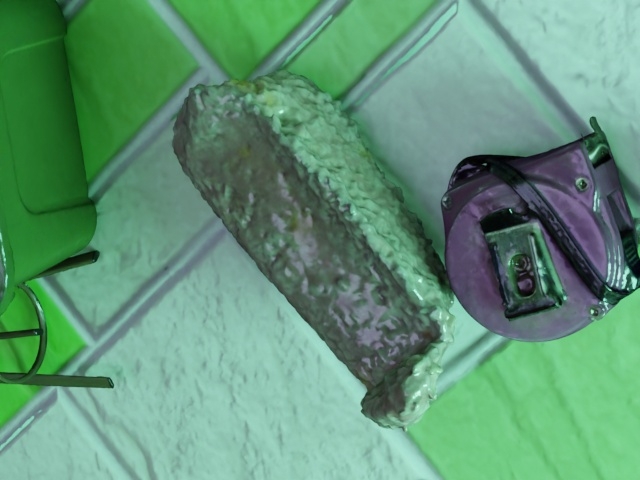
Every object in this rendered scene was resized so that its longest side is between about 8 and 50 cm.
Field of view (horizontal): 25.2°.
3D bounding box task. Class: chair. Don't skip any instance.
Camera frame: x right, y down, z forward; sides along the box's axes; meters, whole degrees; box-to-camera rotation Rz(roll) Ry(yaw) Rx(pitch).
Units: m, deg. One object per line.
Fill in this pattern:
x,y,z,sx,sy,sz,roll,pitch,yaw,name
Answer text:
-0.267,0.077,1.094,0.221,0.104,0.095,-4,118,24,chair

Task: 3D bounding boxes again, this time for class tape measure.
0.134,-0.001,0.884,0.118,0.074,0.125,-21,91,30,tape measure

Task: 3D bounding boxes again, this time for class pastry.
0.010,0.000,0.930,0.103,0.112,0.265,-45,69,41,pastry

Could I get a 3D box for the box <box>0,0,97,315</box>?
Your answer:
-0.328,-0.066,1.041,0.328,0.177,0.253,-1,101,28,box
